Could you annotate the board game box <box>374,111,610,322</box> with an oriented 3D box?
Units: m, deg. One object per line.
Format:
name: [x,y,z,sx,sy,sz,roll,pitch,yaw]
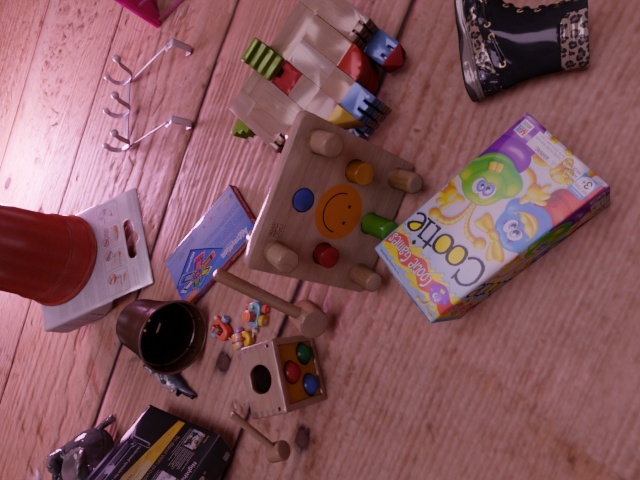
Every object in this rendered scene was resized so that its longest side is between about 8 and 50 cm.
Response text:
board game box: [0.245,-0.018,0.642,0.275,0.144,0.142,-44,63,22]

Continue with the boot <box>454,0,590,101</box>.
boot: [0.307,-0.349,0.681,0.179,0.085,0.236,-6,87,31]

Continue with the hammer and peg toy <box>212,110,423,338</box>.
hammer and peg toy: [0.000,0.000,0.733,0.127,0.266,0.360,31,101,52]

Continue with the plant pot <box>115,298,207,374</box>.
plant pot: [-0.382,0.210,1.028,0.165,0.167,0.166,5,86,41]

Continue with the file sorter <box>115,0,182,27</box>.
file sorter: [-0.506,-0.760,1.155,0.182,0.291,0.201,-26,70,26]

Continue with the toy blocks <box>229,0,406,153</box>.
toy blocks: [0.012,-0.282,0.834,0.261,0.191,0.381,44,109,17]

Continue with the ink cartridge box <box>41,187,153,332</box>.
ink cartridge box: [-0.646,0.060,1.286,0.385,0.091,0.307,-23,70,12]

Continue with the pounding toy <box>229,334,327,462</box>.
pounding toy: [-0.069,0.282,0.789,0.094,0.181,0.205,-23,72,29]

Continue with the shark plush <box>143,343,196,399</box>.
shark plush: [-0.357,0.319,1.056,0.161,0.073,0.067,31,70,38]

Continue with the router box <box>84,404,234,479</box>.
router box: [-0.367,0.516,0.904,0.243,0.308,0.080,5,130,34]

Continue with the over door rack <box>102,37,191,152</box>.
over door rack: [-0.497,-0.395,1.209,0.325,0.108,0.239,-8,80,33]

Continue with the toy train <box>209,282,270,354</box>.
toy train: [-0.184,0.176,0.962,0.166,0.046,0.125,-51,61,18]

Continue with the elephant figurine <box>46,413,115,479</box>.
elephant figurine: [-0.561,0.582,1.074,0.240,0.170,0.185,10,105,54]

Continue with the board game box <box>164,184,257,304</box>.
board game box: [-0.261,0.016,1.045,0.281,0.027,0.145,-44,61,21]

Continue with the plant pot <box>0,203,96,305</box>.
plant pot: [-0.801,0.025,1.157,0.273,0.265,0.272,-5,75,19]
